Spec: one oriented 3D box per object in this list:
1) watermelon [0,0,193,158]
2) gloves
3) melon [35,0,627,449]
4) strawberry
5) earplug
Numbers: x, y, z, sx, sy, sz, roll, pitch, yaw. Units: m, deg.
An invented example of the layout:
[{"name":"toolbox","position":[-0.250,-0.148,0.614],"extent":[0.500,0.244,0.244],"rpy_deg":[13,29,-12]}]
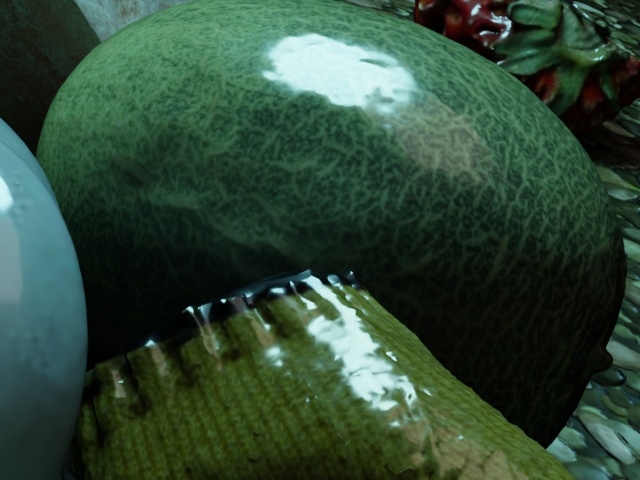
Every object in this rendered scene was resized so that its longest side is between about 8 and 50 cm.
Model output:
[{"name":"watermelon","position":[-0.177,-0.127,0.952],"extent":[0.250,0.283,0.292],"rpy_deg":[10,47,-48]},{"name":"gloves","position":[0.028,0.167,0.553],"extent":[0.203,0.155,0.356],"rpy_deg":[-26,53,-1]},{"name":"melon","position":[0.000,0.000,0.794],"extent":[0.329,0.248,0.248],"rpy_deg":[26,24,23]},{"name":"strawberry","position":[0.175,-0.205,1.500],"extent":[0.253,0.150,0.280],"rpy_deg":[30,13,-38]},{"name":"earplug","position":[-0.182,0.038,0.630],"extent":[0.175,0.214,0.325],"rpy_deg":[38,7,-25]}]
